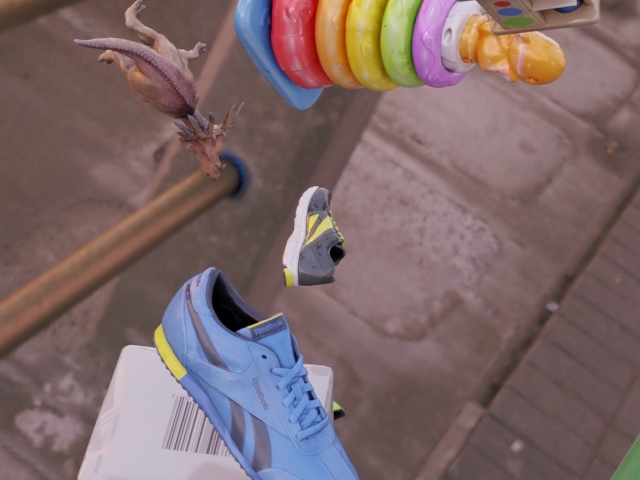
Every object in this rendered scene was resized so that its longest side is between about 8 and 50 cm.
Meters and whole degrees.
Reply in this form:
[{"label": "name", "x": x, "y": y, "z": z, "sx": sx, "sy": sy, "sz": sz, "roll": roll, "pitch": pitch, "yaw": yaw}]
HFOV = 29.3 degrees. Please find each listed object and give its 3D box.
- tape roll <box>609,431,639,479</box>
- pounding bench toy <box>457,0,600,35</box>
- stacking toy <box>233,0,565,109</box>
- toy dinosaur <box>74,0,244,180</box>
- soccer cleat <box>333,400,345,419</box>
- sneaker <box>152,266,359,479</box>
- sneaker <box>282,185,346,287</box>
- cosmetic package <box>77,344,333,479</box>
[{"label": "tape roll", "x": 0.396, "y": 0.271, "z": 1.029, "sx": 0.321, "sy": 0.321, "sz": 0.077, "roll": 34, "pitch": 78, "yaw": 8}, {"label": "pounding bench toy", "x": 0.082, "y": -0.127, "z": 0.566, "sx": 0.065, "sy": 0.083, "sz": 0.052, "roll": 19, "pitch": 70, "yaw": -64}, {"label": "stacking toy", "x": 0.088, "y": -0.197, "z": 1.124, "sx": 0.302, "sy": 0.175, "sz": 0.165, "roll": 19, "pitch": 73, "yaw": 32}, {"label": "toy dinosaur", "x": -0.220, "y": -0.227, "z": 1.806, "sx": 0.296, "sy": 0.127, "sz": 0.200, "roll": 36, "pitch": 16, "yaw": -55}, {"label": "soccer cleat", "x": -0.036, "y": 0.261, "z": 1.457, "sx": 0.072, "sy": 0.179, "sz": 0.060, "roll": 20, "pitch": -17, "yaw": 36}, {"label": "sneaker", "x": -0.036, "y": 0.110, "z": 0.884, "sx": 0.209, "sy": 0.082, "sz": 0.069, "roll": 48, "pitch": 31, "yaw": 15}, {"label": "sneaker", "x": 0.000, "y": 0.000, "z": 0.750, "sx": 0.035, "sy": 0.031, "sz": 0.083, "roll": 8, "pitch": 46, "yaw": 8}, {"label": "cosmetic package", "x": -0.089, "y": 0.279, "z": 1.127, "sx": 0.197, "sy": 0.365, "sz": 0.155, "roll": 6, "pitch": 45, "yaw": 6}]
